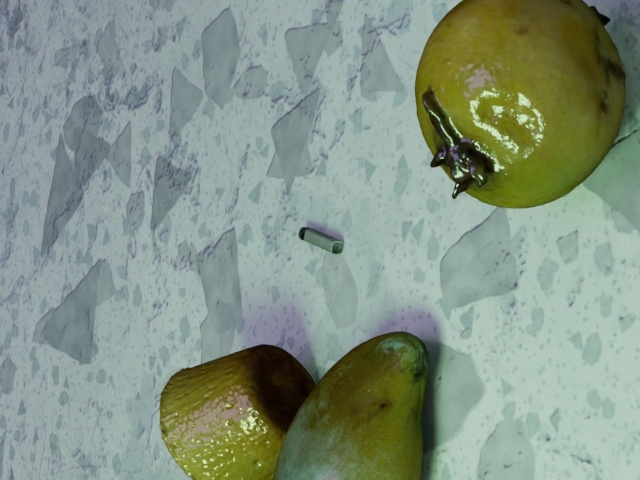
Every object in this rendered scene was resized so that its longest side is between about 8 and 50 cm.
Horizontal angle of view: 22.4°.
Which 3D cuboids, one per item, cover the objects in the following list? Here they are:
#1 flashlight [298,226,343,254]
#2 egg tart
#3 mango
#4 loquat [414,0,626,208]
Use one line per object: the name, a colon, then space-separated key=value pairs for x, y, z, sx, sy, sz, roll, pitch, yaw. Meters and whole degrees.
flashlight: x=0.000 y=0.000 z=2.132 sx=0.083 sy=0.018 sz=0.018 roll=23 pitch=104 yaw=54
egg tart: x=-0.092 y=0.223 z=2.088 sx=0.147 sy=0.202 sz=0.203 roll=-36 pitch=54 yaw=30
mango: x=0.040 y=0.254 z=1.922 sx=0.192 sy=0.146 sz=0.316 roll=22 pitch=94 yaw=46
loquat: x=0.202 y=-0.148 z=1.691 sx=0.244 sy=0.244 sz=0.244 roll=-15 pitch=72 yaw=53
